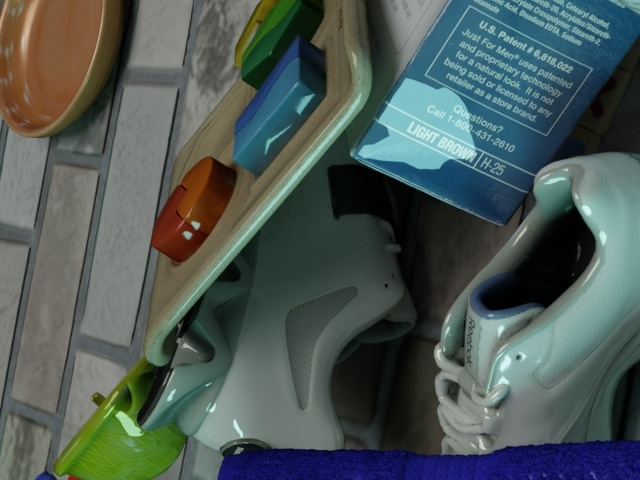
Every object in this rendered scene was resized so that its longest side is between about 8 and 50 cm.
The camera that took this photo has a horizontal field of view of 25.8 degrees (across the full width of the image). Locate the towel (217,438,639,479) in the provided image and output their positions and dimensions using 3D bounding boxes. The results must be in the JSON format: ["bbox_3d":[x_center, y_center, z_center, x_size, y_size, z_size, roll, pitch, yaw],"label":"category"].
[{"bbox_3d":[0.088,0.212,0.669,0.308,0.076,0.227,-5,85,18],"label":"towel"}]

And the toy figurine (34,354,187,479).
[{"bbox_3d":[-0.123,0.243,1.020,0.217,0.191,0.362,49,124,10],"label":"toy figurine"}]

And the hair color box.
[{"bbox_3d":[0.136,-0.198,0.741,0.347,0.105,0.174,-58,20,25],"label":"hair color box"}]

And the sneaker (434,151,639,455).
[{"bbox_3d":[0.106,0.077,0.755,0.111,0.129,0.297,36,110,45],"label":"sneaker"}]

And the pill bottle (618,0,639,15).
[{"bbox_3d":[0.188,-0.151,0.568,0.160,0.283,0.160,-33,44,40],"label":"pill bottle"}]

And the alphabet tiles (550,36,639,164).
[{"bbox_3d":[0.138,-0.172,0.864,0.198,0.009,0.237,37,111,47],"label":"alphabet tiles"}]

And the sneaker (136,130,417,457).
[{"bbox_3d":[0.000,0.000,0.923,0.122,0.146,0.330,130,160,-62],"label":"sneaker"}]

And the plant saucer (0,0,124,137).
[{"bbox_3d":[-0.238,-0.190,1.287,0.200,0.037,0.200,-15,70,47],"label":"plant saucer"}]

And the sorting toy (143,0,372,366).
[{"bbox_3d":[-0.044,-0.091,0.861,0.229,0.041,0.307,-53,19,26],"label":"sorting toy"}]
